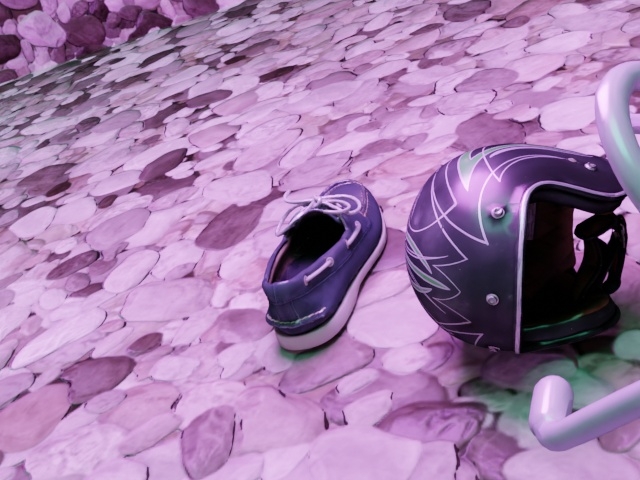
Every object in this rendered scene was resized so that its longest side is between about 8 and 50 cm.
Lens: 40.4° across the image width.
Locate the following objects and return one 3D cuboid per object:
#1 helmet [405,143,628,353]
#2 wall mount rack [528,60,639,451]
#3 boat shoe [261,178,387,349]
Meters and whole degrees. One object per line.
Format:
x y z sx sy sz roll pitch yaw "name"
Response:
0.143 0.004 0.661 0.161 0.169 0.169 -10 25 -14 "helmet"
0.241 0.042 0.447 0.130 0.350 0.304 -43 9 44 "wall mount rack"
0.000 0.000 0.849 0.095 0.079 0.254 -6 31 26 "boat shoe"
